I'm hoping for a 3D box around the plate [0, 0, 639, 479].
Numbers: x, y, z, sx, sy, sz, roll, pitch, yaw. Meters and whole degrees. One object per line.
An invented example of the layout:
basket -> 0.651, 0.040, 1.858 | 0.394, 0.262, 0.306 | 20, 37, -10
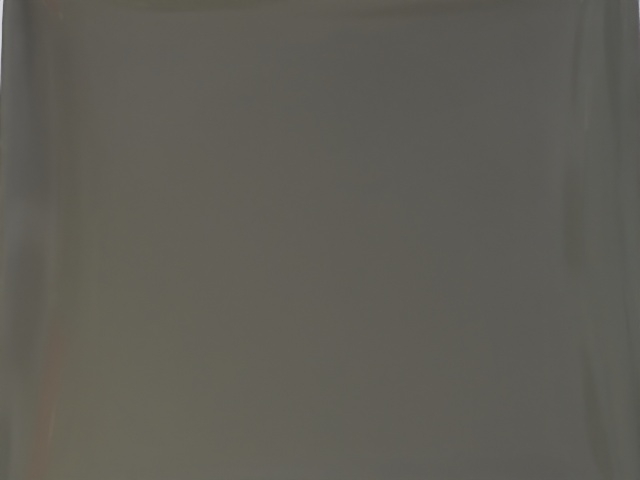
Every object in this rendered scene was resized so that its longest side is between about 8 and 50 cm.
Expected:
plate -> 0.000, 0.000, 0.555 | 0.277, 0.045, 0.277 | -1, -103, 2
